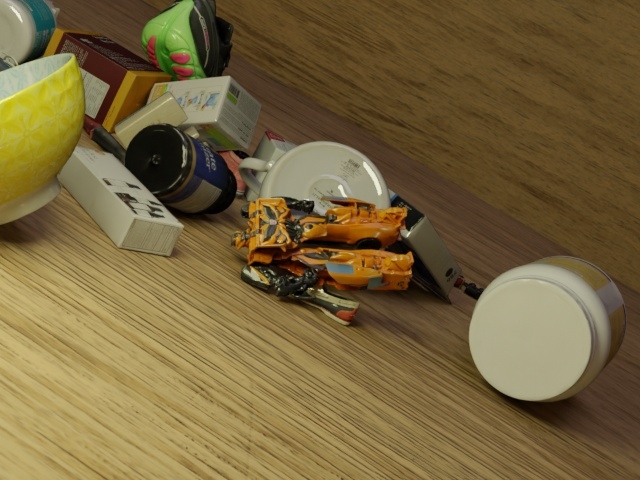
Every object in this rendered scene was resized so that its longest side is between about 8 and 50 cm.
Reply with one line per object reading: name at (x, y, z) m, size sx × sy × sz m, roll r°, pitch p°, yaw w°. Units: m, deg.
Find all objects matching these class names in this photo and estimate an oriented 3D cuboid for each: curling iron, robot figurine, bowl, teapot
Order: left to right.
bowl at (-0.412, -0.111, 1.314) m, size 0.289 × 0.289 × 0.156 m, roll -109°, pitch 178°, yaw -69°
curling iron at (-0.421, -0.210, 1.924) m, size 0.274 × 0.035 × 0.068 m, roll 45°, pitch -16°, yaw 37°
teapot at (-0.004, -0.047, 1.879) m, size 0.252 × 0.256 × 0.187 m, roll -8°, pitch -17°, yaw -12°
robot figurine at (0.000, 0.000, 1.697) m, size 0.291 × 0.085 × 0.211 m, roll 4°, pitch 49°, yaw -11°

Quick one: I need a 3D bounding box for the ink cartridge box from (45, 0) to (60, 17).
ink cartridge box at (-0.682, -0.525, 2.405) m, size 0.143 × 0.092 × 0.090 m, roll 20°, pitch 17°, yaw -28°

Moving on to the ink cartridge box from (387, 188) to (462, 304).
ink cartridge box at (0.180, 0.002, 2.058) m, size 0.165 × 0.065 × 0.333 m, roll 38°, pitch -7°, yaw 32°

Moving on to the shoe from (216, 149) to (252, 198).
shoe at (-0.196, -0.161, 2.105) m, size 0.063 × 0.081 × 0.178 m, roll 14°, pitch 21°, yaw -46°

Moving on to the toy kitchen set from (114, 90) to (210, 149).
toy kitchen set at (-0.282, -0.176, 1.930) m, size 0.207 × 0.122 × 0.166 m, roll 57°, pitch -2°, yaw -29°

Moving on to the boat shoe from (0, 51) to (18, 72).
boat shoe at (-0.549, -0.270, 1.783) m, size 0.254 × 0.095 × 0.079 m, roll 33°, pitch 16°, yaw 10°

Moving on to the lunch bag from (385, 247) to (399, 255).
lunch bag at (0.129, 0.053, 2.031) m, size 0.098 × 0.065 × 0.067 m, roll 32°, pitch -1°, yaw 17°

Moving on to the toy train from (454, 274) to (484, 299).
toy train at (0.294, 0.085, 2.311) m, size 0.158 × 0.027 × 0.036 m, roll 32°, pitch 25°, yaw 9°

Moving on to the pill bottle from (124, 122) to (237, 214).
pill bottle at (-0.228, -0.112, 1.761) m, size 0.123 × 0.123 × 0.219 m, roll 35°, pitch 3°, yaw 23°

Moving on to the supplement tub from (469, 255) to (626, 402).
supplement tub at (0.406, 0.155, 1.853) m, size 0.241 × 0.241 × 0.331 m, roll 34°, pitch 15°, yaw 18°

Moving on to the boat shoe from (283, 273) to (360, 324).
boat shoe at (-0.001, 0.088, 1.705) m, size 0.137 × 0.043 × 0.049 m, roll 30°, pitch 16°, yaw 8°

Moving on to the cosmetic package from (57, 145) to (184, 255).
cosmetic package at (-0.315, -0.067, 1.602) m, size 0.099 × 0.060 × 0.239 m, roll 14°, pitch 21°, yaw -48°

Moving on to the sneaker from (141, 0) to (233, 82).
sneaker at (-0.260, -0.389, 2.314) m, size 0.185 × 0.202 × 0.483 m, roll 32°, pitch -15°, yaw 7°

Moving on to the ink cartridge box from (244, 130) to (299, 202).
ink cartridge box at (-0.055, -0.121, 2.145) m, size 0.176 × 0.127 × 0.128 m, roll 24°, pitch 15°, yaw -21°

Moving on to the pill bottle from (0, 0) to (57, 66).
pill bottle at (-0.617, -0.427, 2.085) m, size 0.146 × 0.146 × 0.264 m, roll 27°, pitch 15°, yaw -6°

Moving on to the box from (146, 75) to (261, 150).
box at (-0.238, -0.246, 2.052) m, size 0.203 × 0.103 × 0.114 m, roll 1°, pitch -24°, yaw 34°

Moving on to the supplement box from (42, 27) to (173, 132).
supplement box at (-0.440, -0.324, 2.104) m, size 0.194 × 0.129 × 0.191 m, roll 31°, pitch 14°, yaw 8°
